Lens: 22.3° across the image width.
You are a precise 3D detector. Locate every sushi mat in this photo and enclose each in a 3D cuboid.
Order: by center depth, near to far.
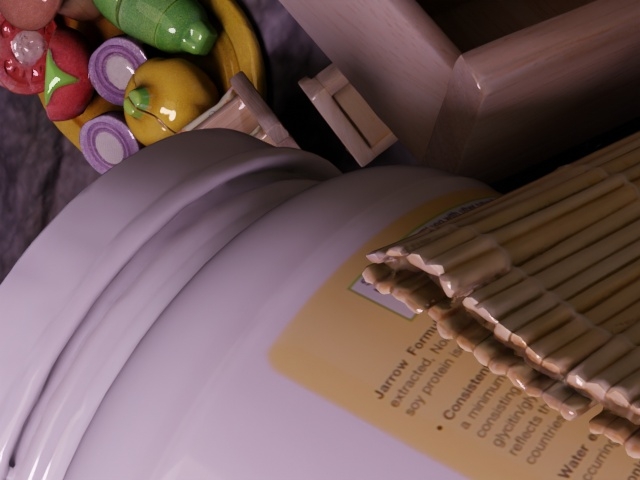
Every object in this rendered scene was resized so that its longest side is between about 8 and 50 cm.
[{"bbox_3d":[0.165,-0.008,0.487,0.151,0.317,0.019,31,125,30],"label":"sushi mat"}]

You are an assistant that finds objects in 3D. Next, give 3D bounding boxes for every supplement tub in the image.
[{"bbox_3d":[0.064,0.120,0.495,0.331,0.241,0.241,27,110,26],"label":"supplement tub"}]

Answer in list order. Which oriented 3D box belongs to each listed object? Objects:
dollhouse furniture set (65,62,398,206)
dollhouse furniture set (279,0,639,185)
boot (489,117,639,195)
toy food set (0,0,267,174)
[{"bbox_3d":[0.000,0.000,0.783,0.182,0.161,0.101,-37,24,2],"label":"dollhouse furniture set"},{"bbox_3d":[0.070,-0.247,0.521,0.256,0.362,0.394,51,149,25],"label":"dollhouse furniture set"},{"bbox_3d":[0.124,-0.024,0.684,0.099,0.045,0.121,47,118,23],"label":"boot"},{"bbox_3d":[-0.126,-0.103,0.852,0.218,0.071,0.128,41,117,28],"label":"toy food set"}]
